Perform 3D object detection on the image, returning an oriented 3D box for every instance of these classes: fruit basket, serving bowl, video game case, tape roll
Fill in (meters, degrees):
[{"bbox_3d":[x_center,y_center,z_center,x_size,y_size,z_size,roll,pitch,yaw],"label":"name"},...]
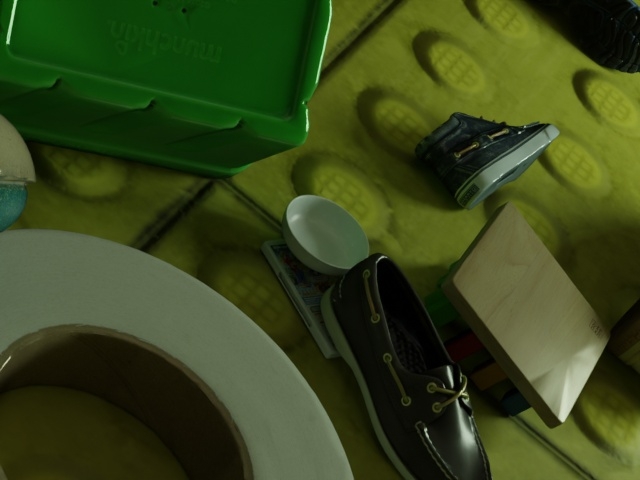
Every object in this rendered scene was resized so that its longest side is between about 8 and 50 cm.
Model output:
[{"bbox_3d":[-0.202,-0.217,1.522,0.392,0.283,0.392,12,1,0],"label":"fruit basket"},{"bbox_3d":[0.000,0.000,1.567,0.083,0.027,0.083,23,39,-20],"label":"serving bowl"},{"bbox_3d":[0.010,0.047,1.560,0.087,0.011,0.122,-6,55,-43],"label":"video game case"},{"bbox_3d":[-0.151,0.161,1.255,0.392,0.072,0.392,23,39,-20],"label":"tape roll"}]

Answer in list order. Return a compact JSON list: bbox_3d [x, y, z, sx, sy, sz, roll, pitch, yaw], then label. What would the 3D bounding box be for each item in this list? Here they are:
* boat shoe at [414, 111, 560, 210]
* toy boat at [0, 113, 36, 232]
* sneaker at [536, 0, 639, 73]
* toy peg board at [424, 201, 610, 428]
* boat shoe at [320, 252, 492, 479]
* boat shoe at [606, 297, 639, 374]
[{"bbox_3d":[0.169,-0.099,1.804,0.083,0.065,0.183,47,38,9],"label":"boat shoe"},{"bbox_3d":[-0.339,-0.021,1.150,0.318,0.267,0.148,-3,89,-79],"label":"toy boat"},{"bbox_3d":[0.319,-0.285,2.118,0.221,0.083,0.087,44,32,4],"label":"sneaker"},{"bbox_3d":[0.164,0.077,1.622,0.160,0.079,0.161,52,36,-8],"label":"toy peg board"},{"bbox_3d":[0.079,0.118,1.484,0.081,0.068,0.228,-12,65,-46],"label":"boat shoe"},{"bbox_3d":[0.402,0.053,1.805,0.110,0.121,0.341,47,47,4],"label":"boat shoe"}]
